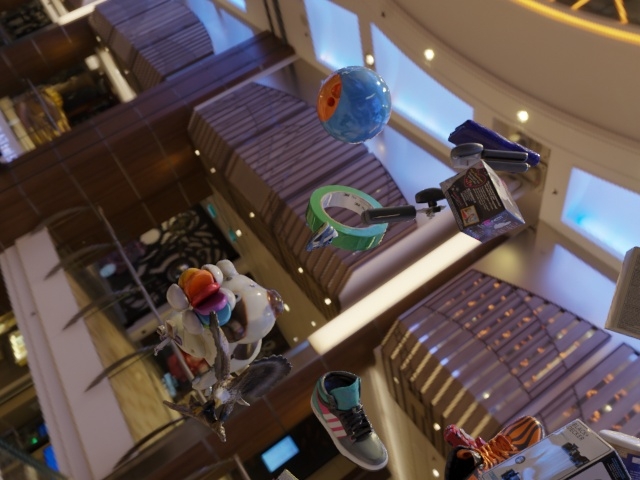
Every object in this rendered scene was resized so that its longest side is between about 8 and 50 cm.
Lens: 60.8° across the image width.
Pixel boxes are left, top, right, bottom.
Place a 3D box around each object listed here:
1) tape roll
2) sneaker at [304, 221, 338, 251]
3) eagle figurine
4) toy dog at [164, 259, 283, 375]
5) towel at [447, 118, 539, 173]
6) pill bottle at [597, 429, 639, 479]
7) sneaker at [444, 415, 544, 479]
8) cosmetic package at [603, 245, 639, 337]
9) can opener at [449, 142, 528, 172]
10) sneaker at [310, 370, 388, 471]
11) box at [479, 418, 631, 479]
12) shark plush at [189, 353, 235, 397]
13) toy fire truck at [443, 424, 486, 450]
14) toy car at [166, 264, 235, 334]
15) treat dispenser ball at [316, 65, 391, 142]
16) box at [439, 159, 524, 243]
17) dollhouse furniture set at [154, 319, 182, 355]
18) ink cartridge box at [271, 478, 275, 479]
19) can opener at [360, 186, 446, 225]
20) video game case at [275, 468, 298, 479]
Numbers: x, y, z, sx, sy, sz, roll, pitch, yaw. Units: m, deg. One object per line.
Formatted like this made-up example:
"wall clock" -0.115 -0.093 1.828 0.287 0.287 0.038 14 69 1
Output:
"tape roll" 0.103 -0.093 2.140 0.321 0.321 0.077 49 -44 31
"sneaker" 0.000 0.000 1.734 0.059 0.053 0.144 34 -43 -14
"eagle figurine" -0.226 0.349 1.384 0.226 0.299 0.225 22 9 -33
"toy dog" -0.288 0.261 1.721 0.396 0.284 0.408 64 -33 15
"towel" 0.652 -0.360 2.059 0.308 0.076 0.227 26 -5 -4
"pill bottle" 0.910 0.733 1.666 0.153 0.265 0.153 12 -4 1
"sneaker" 0.465 0.584 1.469 0.180 0.321 0.124 47 -7 -36
"cosmetic package" 1.102 0.186 1.874 0.153 0.297 0.129 19 -4 17
"can opener" 0.581 -0.282 1.858 0.095 0.283 0.076 123 -30 -77
"sneaker" 0.084 0.464 1.481 0.295 0.123 0.179 40 -42 37
"box" 0.544 0.558 1.286 0.087 0.289 0.169 60 2 -6
"shark plush" -0.327 0.387 1.622 0.073 0.161 0.067 36 10 -18
"toy fire truck" 0.481 0.665 1.799 0.192 0.047 0.135 42 14 -5
"toy car" -0.304 0.158 1.458 0.136 0.159 0.182 -3 -63 55
"treat dispenser ball" 0.127 -0.514 2.074 0.288 0.288 0.288 52 -16 21
"box" 0.468 -0.107 1.565 0.247 0.142 0.164 15 51 -58
"dollhouse furniture set" -0.463 0.272 1.571 0.091 0.081 0.114 34 -38 20
"ink cartridge box" -0.166 0.690 1.401 0.056 0.135 0.099 43 -64 22
"can opener" 0.257 -0.098 1.670 0.074 0.280 0.093 148 -70 -72
"video game case" -0.121 0.858 1.623 0.248 0.275 0.035 20 -36 47
